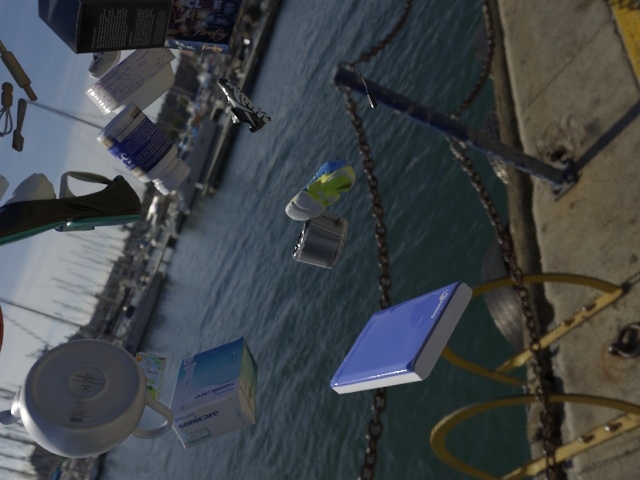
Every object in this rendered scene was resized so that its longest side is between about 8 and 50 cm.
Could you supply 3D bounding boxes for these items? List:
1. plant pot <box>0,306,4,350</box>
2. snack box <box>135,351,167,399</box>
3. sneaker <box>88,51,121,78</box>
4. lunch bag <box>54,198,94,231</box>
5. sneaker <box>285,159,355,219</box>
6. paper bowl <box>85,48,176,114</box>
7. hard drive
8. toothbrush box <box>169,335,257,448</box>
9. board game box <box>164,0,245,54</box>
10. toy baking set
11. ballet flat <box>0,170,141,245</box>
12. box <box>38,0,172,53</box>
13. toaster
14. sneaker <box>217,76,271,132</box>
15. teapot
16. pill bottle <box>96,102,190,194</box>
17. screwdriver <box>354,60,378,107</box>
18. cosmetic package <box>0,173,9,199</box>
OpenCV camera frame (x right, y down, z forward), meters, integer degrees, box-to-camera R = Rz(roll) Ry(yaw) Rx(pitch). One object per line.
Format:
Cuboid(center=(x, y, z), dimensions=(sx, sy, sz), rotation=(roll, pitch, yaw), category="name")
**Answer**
Cuboid(center=(-0.943, 0.215, 1.477), dimensions=(0.272, 0.264, 0.273), rotation=(-9, -90, -82), category="plant pot")
Cuboid(center=(-0.576, 0.454, 2.126), dimensions=(0.037, 0.100, 0.141), rotation=(-1, -79, -76), category="snack box")
Cuboid(center=(-0.754, -0.703, 2.212), dimensions=(0.105, 0.115, 0.282), rotation=(18, 85, 34), category="sneaker")
Cuboid(center=(-0.821, -0.087, 2.051), dimensions=(0.151, 0.128, 0.097), rotation=(18, 103, 36), category="lunch bag")
Cuboid(center=(0.004, -0.152, 1.849), dimensions=(0.240, 0.091, 0.126), rotation=(-29, 30, 25), category="sneaker")
Cuboid(center=(-0.562, -0.487, 1.947), dimensions=(0.284, 0.148, 0.284), rotation=(-33, 21, 14), category="paper bowl")
Cuboid(center=(0.152, 0.202, 1.272), dimensions=(0.210, 0.040, 0.318), rotation=(-53, 10, -29), category="hard drive")
Cuboid(center=(-0.306, 0.436, 1.858), dimensions=(0.216, 0.126, 0.295), rotation=(-22, 20, 3), category="toothbrush box")
Cuboid(center=(-0.340, -0.586, 1.704), dimensions=(0.042, 0.243, 0.165), rotation=(82, -163, -64), category="board game box")
Cuboid(center=(-0.762, -0.353, 1.526), dimensions=(0.196, 0.256, 0.030), rotation=(-30, 8, 33), category="toy baking set")
Cuboid(center=(-0.403, -0.055, 0.975), dimensions=(0.095, 0.280, 0.096), rotation=(-17, 90, 33), category="ballet flat")
Cuboid(center=(-0.427, -0.462, 1.262), dimensions=(0.153, 0.207, 0.108), rotation=(44, 132, 25), category="box")
Cuboid(center=(0.000, 0.000, 2.109), dimensions=(0.129, 0.146, 0.227), rotation=(-77, 6, -51), category="toaster")
Cuboid(center=(-0.291, -0.473, 2.253), dimensions=(0.106, 0.234, 0.078), rotation=(-47, 18, 4), category="sneaker")
Cuboid(center=(-0.471, 0.339, 1.282), dimensions=(0.252, 0.256, 0.187), rotation=(-30, -30, -42), category="teapot")
Cuboid(center=(-0.375, -0.192, 1.367), dimensions=(0.112, 0.187, 0.112), rotation=(-36, 24, 19), category="pill bottle")
Cuboid(center=(0.150, -0.513, 2.080), dimensions=(0.024, 0.025, 0.170), rotation=(-26, 83, 58), category="screwdriver")
Cuboid(center=(-1.112, -0.202, 1.715), dimensions=(0.162, 0.453, 0.230), rotation=(-67, 16, -10), category="cosmetic package")
